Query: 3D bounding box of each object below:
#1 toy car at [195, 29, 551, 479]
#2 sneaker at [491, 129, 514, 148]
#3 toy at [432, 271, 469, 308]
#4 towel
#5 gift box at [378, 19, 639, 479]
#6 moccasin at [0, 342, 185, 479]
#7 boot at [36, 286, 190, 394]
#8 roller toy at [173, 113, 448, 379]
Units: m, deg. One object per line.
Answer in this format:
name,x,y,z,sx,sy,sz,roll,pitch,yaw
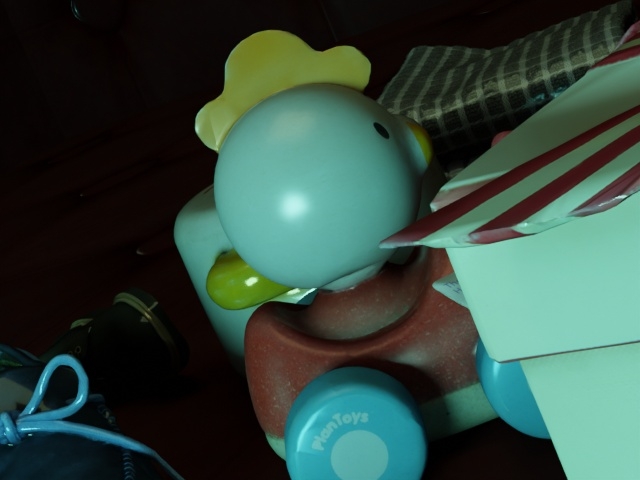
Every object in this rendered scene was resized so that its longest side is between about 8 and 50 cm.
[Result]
toy car,0.032,-0.011,0.853,0.210,0.238,0.219,-23,12,4
sneaker,0.233,-0.090,0.995,0.313,0.116,0.136,-24,27,-35
toy,0.176,0.019,0.681,0.136,0.056,0.237,-22,34,-31
towel,0.173,-0.122,1.351,0.235,0.121,0.284,-19,13,16
gift box,0.182,0.017,0.407,0.276,0.258,0.255,-13,15,36
moccasin,-0.181,0.133,0.918,0.137,0.117,0.342,-28,13,-20
boot,-0.187,0.108,1.182,0.137,0.077,0.198,-35,3,-26
roller toy,0.000,0.000,1.083,0.209,0.146,0.191,-29,13,-20
